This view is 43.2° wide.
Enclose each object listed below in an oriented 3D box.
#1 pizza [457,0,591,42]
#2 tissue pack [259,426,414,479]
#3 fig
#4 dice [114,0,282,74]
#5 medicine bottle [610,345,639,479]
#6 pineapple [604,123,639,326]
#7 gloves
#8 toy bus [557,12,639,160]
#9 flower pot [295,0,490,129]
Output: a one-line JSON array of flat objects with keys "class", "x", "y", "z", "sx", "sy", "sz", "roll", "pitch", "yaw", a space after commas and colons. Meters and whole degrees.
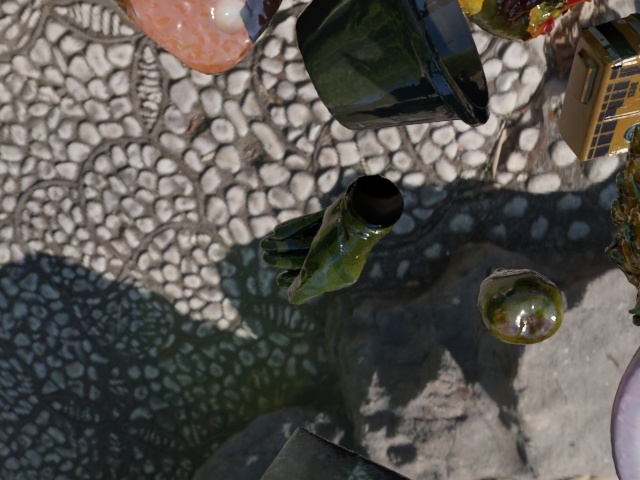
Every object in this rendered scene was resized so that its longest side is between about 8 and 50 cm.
[{"class": "pizza", "x": 0.380, "y": -0.448, "z": 1.171, "sx": 0.406, "sy": 0.440, "sz": 0.130, "roll": -26, "pitch": 69, "yaw": 22}, {"class": "tissue pack", "x": -0.005, "y": 0.275, "z": 0.568, "sx": 0.185, "sy": 0.257, "sz": 0.081, "roll": 21, "pitch": 138, "yaw": 25}, {"class": "fig", "x": 0.326, "y": 0.106, "z": 1.333, "sx": 0.133, "sy": 0.185, "sz": 0.126, "roll": -25, "pitch": 89, "yaw": 8}, {"class": "dice", "x": -0.152, "y": -0.327, "z": 1.032, "sx": 0.175, "sy": 0.174, "sz": 0.179, "roll": -45, "pitch": 117, "yaw": 11}, {"class": "medicine bottle", "x": 0.295, "y": 0.021, "z": 0.380, "sx": 0.212, "sy": 0.325, "sz": 0.212, "roll": 25, "pitch": 135, "yaw": 29}, {"class": "pineapple", "x": 0.327, "y": -0.025, "z": 0.689, "sx": 0.209, "sy": 0.344, "sz": 0.286, "roll": -44, "pitch": 115, "yaw": -15}, {"class": "gloves", "x": 0.013, "y": 0.005, "z": 1.009, "sx": 0.107, "sy": 0.135, "sz": 0.268, "roll": 31, "pitch": 148, "yaw": -20}, {"class": "toy bus", "x": 0.424, "y": -0.223, "z": 1.191, "sx": 0.114, "sy": 0.098, "sz": 0.201, "roll": -13, "pitch": 140, "yaw": -8}, {"class": "flower pot", "x": 0.079, "y": -0.233, "z": 0.966, "sx": 0.166, "sy": 0.269, "sz": 0.269, "roll": -24, "pitch": 105, "yaw": 26}]
